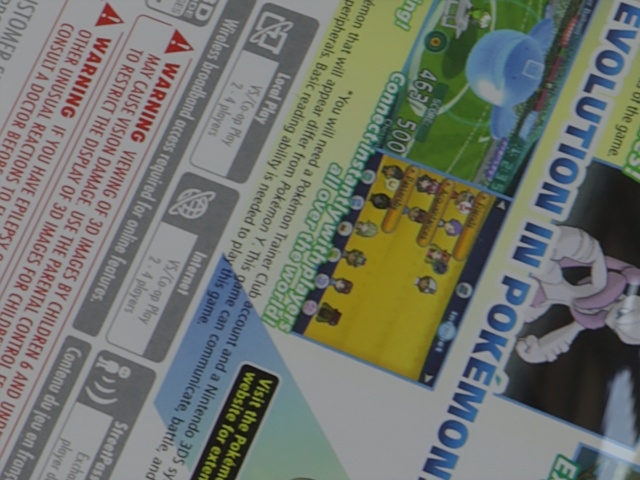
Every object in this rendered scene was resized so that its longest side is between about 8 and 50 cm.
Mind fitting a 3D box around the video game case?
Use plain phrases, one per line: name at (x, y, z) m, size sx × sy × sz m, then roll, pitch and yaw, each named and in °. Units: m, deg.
video game case at (0.000, 0.000, 0.473) m, size 0.036 × 0.300 × 0.329 m, roll 66°, pitch -133°, yaw -72°
